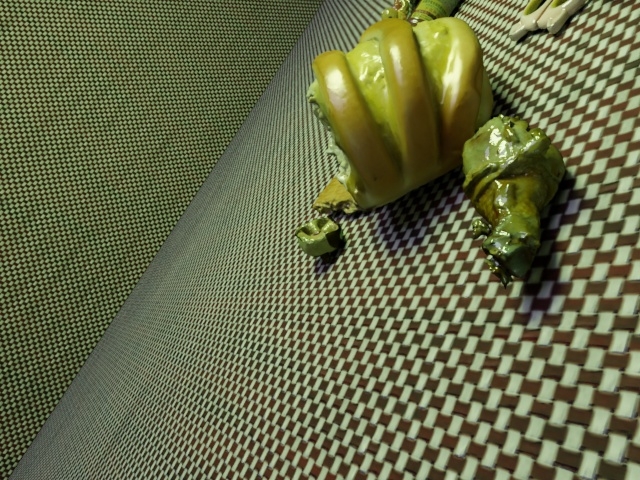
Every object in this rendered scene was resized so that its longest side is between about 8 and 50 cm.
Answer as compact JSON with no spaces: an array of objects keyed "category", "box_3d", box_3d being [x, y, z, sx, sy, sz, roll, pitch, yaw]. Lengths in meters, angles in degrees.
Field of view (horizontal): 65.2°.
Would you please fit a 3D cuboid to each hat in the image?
[{"category":"hat","box_3d":[0.001,0.000,0.862,0.076,0.059,0.077,-22,30,-12]}]

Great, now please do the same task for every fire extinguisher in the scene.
[{"category":"fire extinguisher","box_3d":[0.260,-0.537,1.107,0.252,0.075,0.106,-57,32,-7]}]

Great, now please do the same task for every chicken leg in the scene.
[{"category":"chicken leg","box_3d":[0.196,-0.054,0.509,0.103,0.088,0.228,-24,30,28]}]

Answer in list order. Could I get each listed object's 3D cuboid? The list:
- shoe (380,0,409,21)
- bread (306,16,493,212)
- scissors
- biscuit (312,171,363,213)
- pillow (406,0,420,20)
[{"category":"shoe","box_3d":[0.208,-0.613,1.343,0.109,0.069,0.072,-48,16,-1]},{"category":"bread","box_3d":[0.106,-0.217,0.738,0.270,0.211,0.316,-29,33,16]},{"category":"scissors","box_3d":[0.402,-0.428,0.731,0.318,0.024,0.160,-53,22,1]},{"category":"biscuit","box_3d":[0.079,-0.108,0.893,0.224,0.033,0.145,-7,47,56]},{"category":"pillow","box_3d":[0.237,-0.597,1.131,0.256,0.034,0.189,80,-147,-66]}]
